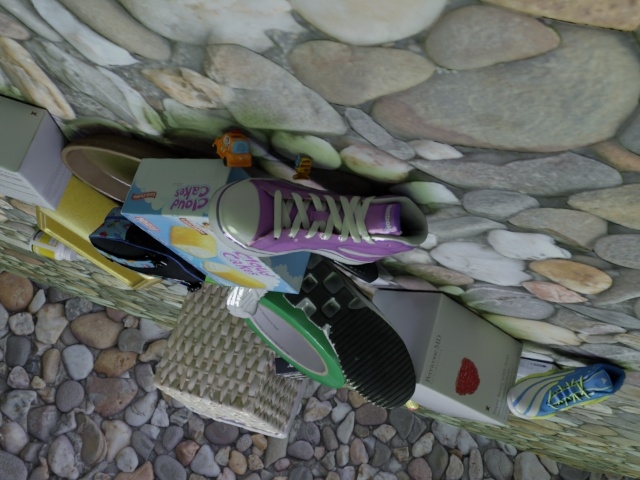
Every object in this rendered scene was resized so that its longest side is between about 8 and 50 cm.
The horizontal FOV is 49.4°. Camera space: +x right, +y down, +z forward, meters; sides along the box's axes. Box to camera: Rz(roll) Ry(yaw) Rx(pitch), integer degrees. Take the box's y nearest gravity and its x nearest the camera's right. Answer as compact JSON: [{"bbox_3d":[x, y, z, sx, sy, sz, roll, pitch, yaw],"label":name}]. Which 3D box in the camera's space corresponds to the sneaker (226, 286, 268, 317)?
[{"bbox_3d":[-0.114,0.071,1.289,0.115,0.090,0.232,8,139,2],"label":"sneaker"}]

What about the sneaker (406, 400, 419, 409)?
[{"bbox_3d":[0.263,0.332,1.573,0.208,0.094,0.081,-6,164,-27],"label":"sneaker"}]

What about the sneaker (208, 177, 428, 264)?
[{"bbox_3d":[0.013,-0.033,0.868,0.282,0.102,0.161,6,170,-36],"label":"sneaker"}]

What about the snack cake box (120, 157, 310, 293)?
[{"bbox_3d":[-0.136,-0.015,0.999,0.152,0.089,0.264,5,157,27],"label":"snack cake box"}]

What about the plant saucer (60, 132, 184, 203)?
[{"bbox_3d":[-0.270,-0.094,1.103,0.278,0.041,0.278,17,164,5],"label":"plant saucer"}]

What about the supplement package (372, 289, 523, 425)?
[{"bbox_3d":[0.235,0.232,1.368,0.293,0.177,0.175,31,159,-37],"label":"supplement package"}]

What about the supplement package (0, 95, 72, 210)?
[{"bbox_3d":[-0.460,-0.132,1.068,0.105,0.105,0.179,18,163,1],"label":"supplement package"}]

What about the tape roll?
[{"bbox_3d":[-0.055,0.184,1.502,0.321,0.077,0.321,34,157,17],"label":"tape roll"}]

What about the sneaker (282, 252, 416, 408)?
[{"bbox_3d":[0.057,0.142,1.234,0.330,0.122,0.146,54,-171,2],"label":"sneaker"}]

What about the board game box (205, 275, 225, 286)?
[{"bbox_3d":[-0.294,0.069,1.664,0.259,0.039,0.124,12,163,30],"label":"board game box"}]

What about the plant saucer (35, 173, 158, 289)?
[{"bbox_3d":[-0.423,-0.006,1.348,0.333,0.081,0.333,35,162,-13],"label":"plant saucer"}]

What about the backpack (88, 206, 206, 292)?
[{"bbox_3d":[-0.273,-0.003,1.123,0.173,0.117,0.158,11,162,21],"label":"backpack"}]

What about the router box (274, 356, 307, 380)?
[{"bbox_3d":[-0.003,0.302,1.701,0.179,0.046,0.133,-13,159,19],"label":"router box"}]

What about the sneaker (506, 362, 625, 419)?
[{"bbox_3d":[0.483,0.279,1.350,0.240,0.091,0.126,-10,156,-20],"label":"sneaker"}]

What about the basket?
[{"bbox_3d":[-0.217,0.310,1.845,0.328,0.331,0.266,10,160,24],"label":"basket"}]

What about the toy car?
[{"bbox_3d":[-0.071,-0.113,0.871,0.122,0.060,0.040,6,123,-19],"label":"toy car"}]

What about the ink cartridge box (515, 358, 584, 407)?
[{"bbox_3d":[0.476,0.320,1.627,0.224,0.045,0.223,5,158,42],"label":"ink cartridge box"}]

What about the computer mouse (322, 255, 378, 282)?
[{"bbox_3d":[0.000,0.000,1.139,0.242,0.041,0.071,31,177,-23],"label":"computer mouse"}]

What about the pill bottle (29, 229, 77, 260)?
[{"bbox_3d":[-0.728,0.017,1.905,0.116,0.065,0.065,18,164,5],"label":"pill bottle"}]
